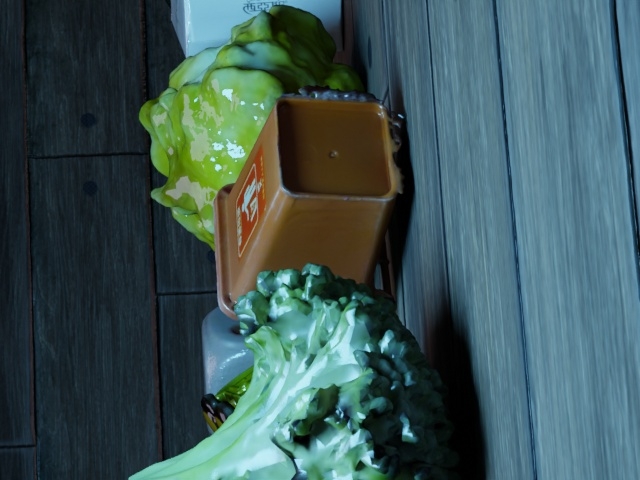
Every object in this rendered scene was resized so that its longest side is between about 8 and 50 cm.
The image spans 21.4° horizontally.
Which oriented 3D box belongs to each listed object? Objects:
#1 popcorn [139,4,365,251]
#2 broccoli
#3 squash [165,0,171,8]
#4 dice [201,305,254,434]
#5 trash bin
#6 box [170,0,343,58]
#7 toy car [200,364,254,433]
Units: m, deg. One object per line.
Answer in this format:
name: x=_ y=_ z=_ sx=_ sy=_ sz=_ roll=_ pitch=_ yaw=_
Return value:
popcorn: x=-0.057 y=-0.100 z=1.957 sx=0.292 sy=0.293 sz=0.334 roll=43 pitch=-166 yaw=-17
broccoli: x=0.009 y=0.195 z=1.360 sx=0.324 sy=0.272 sz=0.334 roll=46 pitch=-171 yaw=-27
squash: x=-0.125 y=-0.421 z=2.440 sx=0.165 sy=0.252 sz=0.252 roll=43 pitch=145 yaw=40
dice: x=-0.093 y=0.212 z=2.730 sx=0.192 sy=0.193 sz=0.194 roll=-105 pitch=12 yaw=-65
trash bin: x=0.005 y=-0.028 z=1.640 sx=0.239 sy=0.184 sz=0.161 roll=115 pitch=154 yaw=-56
box: x=-0.090 y=-0.322 z=2.228 sx=0.274 sy=0.203 sz=0.116 roll=-114 pitch=22 yaw=-70
toy car: x=-0.017 y=0.195 z=1.946 sx=0.142 sy=0.200 sz=0.248 roll=59 pitch=169 yaw=-7
